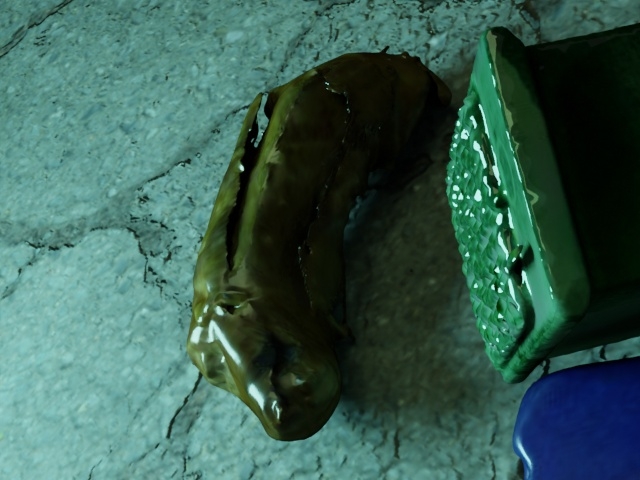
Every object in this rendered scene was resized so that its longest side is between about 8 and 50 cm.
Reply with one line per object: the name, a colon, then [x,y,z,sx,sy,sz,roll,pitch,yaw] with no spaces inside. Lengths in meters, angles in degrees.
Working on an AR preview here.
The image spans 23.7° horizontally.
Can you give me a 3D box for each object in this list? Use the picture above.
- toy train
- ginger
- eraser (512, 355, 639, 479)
toy train: [0.173,-0.023,0.747,0.201,0.266,0.145,-12,78,-2]
ginger: [-0.012,-0.006,0.988,0.133,0.107,0.309,12,59,16]
eraser: [0.252,0.114,0.689,0.332,0.101,0.155,-13,50,29]
